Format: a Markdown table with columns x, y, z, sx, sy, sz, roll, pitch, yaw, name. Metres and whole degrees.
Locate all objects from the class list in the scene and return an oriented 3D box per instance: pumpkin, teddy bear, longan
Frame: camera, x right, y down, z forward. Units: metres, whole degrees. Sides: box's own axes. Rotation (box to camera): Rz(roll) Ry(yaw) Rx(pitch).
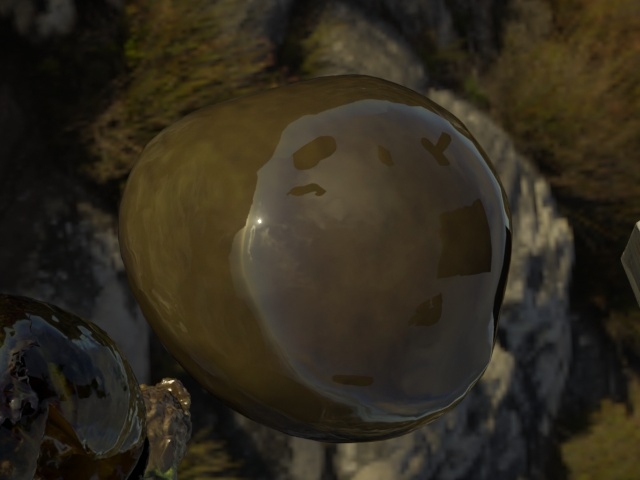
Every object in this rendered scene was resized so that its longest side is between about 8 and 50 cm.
| x | y | z | sx | sy | sz | roll | pitch | yaw | name |
| --- | --- | --- | --- | --- | --- | --- | --- | --- | --- |
| -0.300 | 0.192 | 1.280 | 0.320 | 0.192 | 0.320 | -42 | 154 | -26 | pumpkin |
| -0.260 | 0.322 | 1.685 | 0.246 | 0.296 | 0.223 | 14 | 40 | -54 | teddy bear |
| 0.000 | 0.000 | 1.005 | 0.243 | 0.300 | 0.300 | -55 | 157 | 18 | longan |

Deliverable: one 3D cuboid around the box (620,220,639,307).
| x | y | z | sx | sy | sz | roll | pitch | yaw | name |
| --- | --- | --- | --- | --- | --- | --- | --- | --- | --- |
| 0.346 | 0.056 | 1.364 | 0.233 | 0.067 | 0.150 | 48 | 24 | -78 | box |
